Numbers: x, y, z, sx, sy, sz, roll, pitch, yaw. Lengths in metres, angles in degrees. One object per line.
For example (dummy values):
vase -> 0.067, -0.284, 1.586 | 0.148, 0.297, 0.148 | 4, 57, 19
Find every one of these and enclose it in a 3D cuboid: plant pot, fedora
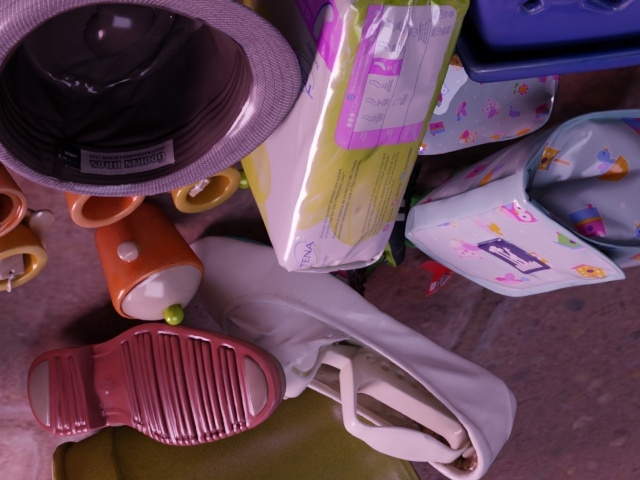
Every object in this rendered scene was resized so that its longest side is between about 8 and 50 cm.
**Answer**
plant pot -> -0.064, 0.311, 1.398 | 0.353, 0.366, 0.366 | -30, 138, -1
plant pot -> 0.189, -0.256, 0.914 | 0.236, 0.236, 0.212 | -8, 144, -9
fedora -> -0.147, -0.150, 0.913 | 0.243, 0.124, 0.275 | 14, 144, -26

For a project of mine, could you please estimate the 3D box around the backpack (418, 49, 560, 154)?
backpack -> 0.123, -0.149, 1.093 | 0.182, 0.115, 0.152 | -10, 136, -11

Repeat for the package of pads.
package of pads -> 0.009, -0.144, 0.972 | 0.101, 0.229, 0.297 | -5, 139, -20

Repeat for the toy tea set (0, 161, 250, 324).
toy tea set -> -0.208, 0.005, 1.087 | 0.336, 0.124, 0.200 | -6, 146, -43

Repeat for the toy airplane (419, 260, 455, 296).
toy airplane -> 0.175, 0.013, 1.346 | 0.151, 0.028, 0.151 | -20, 154, -10

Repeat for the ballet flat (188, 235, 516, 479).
ballet flat -> 0.024, 0.128, 1.240 | 0.400, 0.139, 0.139 | 29, 127, -7

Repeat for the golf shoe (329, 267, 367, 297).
golf shoe -> 0.000, 0.000, 1.263 | 0.086, 0.067, 0.186 | -5, 134, 16

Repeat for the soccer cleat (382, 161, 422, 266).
soccer cleat -> 0.073, -0.047, 1.220 | 0.072, 0.060, 0.179 | -26, 130, -12

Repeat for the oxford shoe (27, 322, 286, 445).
oxford shoe -> -0.156, 0.140, 1.259 | 0.348, 0.123, 0.130 | -3, -178, 39

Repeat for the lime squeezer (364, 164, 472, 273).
lime squeezer -> 0.134, -0.032, 1.285 | 0.310, 0.059, 0.110 | -29, 170, 14

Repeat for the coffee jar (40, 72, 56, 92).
coffee jar -> -0.306, -0.102, 1.038 | 0.096, 0.079, 0.184 | 25, 126, -30

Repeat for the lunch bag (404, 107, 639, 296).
lunch bag -> 0.237, -0.035, 1.132 | 0.262, 0.160, 0.223 | -8, 176, -25
